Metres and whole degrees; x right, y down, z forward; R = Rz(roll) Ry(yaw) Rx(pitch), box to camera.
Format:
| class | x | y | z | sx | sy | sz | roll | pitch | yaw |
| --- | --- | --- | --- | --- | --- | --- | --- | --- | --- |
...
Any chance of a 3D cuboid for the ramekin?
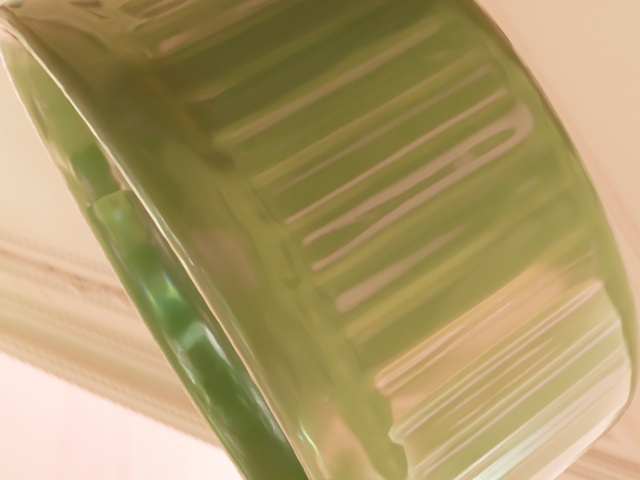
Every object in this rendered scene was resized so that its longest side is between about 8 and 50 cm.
| class | x | y | z | sx | sy | sz | roll | pitch | yaw |
| --- | --- | --- | --- | --- | --- | --- | --- | --- | --- |
| ramekin | 0.000 | 0.000 | 0.617 | 0.148 | 0.303 | 0.303 | -32 | -144 | -12 |
